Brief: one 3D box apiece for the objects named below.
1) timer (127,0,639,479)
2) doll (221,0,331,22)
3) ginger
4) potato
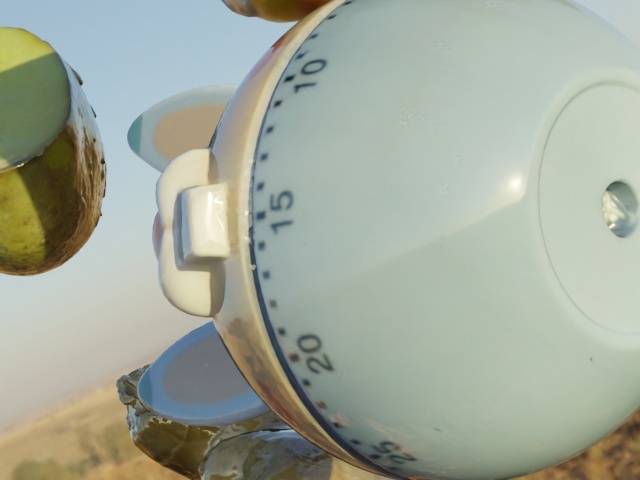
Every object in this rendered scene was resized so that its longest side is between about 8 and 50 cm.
[{"bbox_3d":[-0.003,-0.002,0.426,0.255,0.175,0.175,-3,9,28],"label":"timer"},{"bbox_3d":[0.020,-0.211,0.569,0.269,0.167,0.162,-33,-19,-34],"label":"doll"},{"bbox_3d":[0.029,0.167,0.704,0.081,0.333,0.148,-57,4,-9],"label":"ginger"},{"bbox_3d":[-0.224,-0.065,0.939,0.141,0.176,0.298,-25,16,-13],"label":"potato"}]
